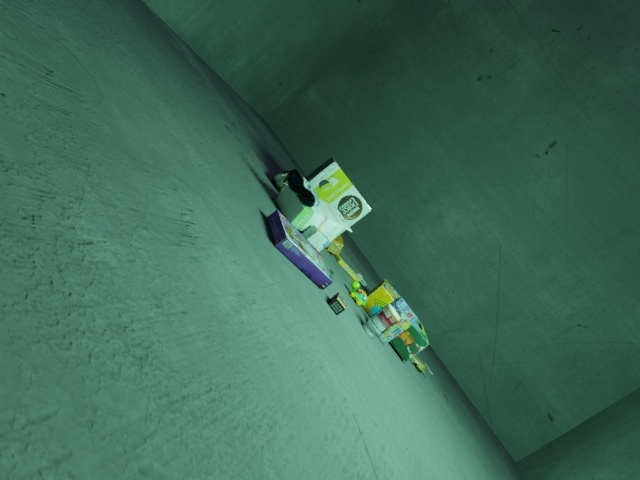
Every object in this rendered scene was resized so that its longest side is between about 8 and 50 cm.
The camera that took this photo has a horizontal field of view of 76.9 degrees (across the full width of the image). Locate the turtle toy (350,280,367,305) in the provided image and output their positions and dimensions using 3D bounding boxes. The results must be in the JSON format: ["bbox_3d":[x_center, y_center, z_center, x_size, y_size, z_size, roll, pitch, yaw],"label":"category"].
[{"bbox_3d":[0.187,0.263,1.987,0.130,0.066,0.095,55,9,14],"label":"turtle toy"}]

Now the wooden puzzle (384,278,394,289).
[{"bbox_3d":[0.380,0.244,2.235,0.083,0.006,0.049,48,8,9],"label":"wooden puzzle"}]

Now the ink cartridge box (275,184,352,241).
[{"bbox_3d":[-0.026,-0.117,1.950,0.353,0.119,0.207,23,27,-42],"label":"ink cartridge box"}]

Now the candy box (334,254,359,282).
[{"bbox_3d":[0.154,0.155,2.379,0.206,0.027,0.105,47,13,-33],"label":"candy box"}]

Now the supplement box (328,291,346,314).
[{"bbox_3d":[0.065,0.237,1.519,0.055,0.043,0.083,52,9,-2],"label":"supplement box"}]

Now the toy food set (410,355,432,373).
[{"bbox_3d":[0.538,0.685,2.277,0.192,0.039,0.132,40,6,-11],"label":"toy food set"}]

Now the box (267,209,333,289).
[{"bbox_3d":[-0.078,0.037,1.526,0.293,0.057,0.201,47,11,-35],"label":"box"}]

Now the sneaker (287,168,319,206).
[{"bbox_3d":[-0.077,-0.229,1.815,0.211,0.080,0.081,59,19,17],"label":"sneaker"}]

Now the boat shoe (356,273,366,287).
[{"bbox_3d":[0.256,0.253,2.525,0.100,0.035,0.035,53,-19,29],"label":"boat shoe"}]

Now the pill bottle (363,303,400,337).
[{"bbox_3d":[0.263,0.351,1.747,0.086,0.152,0.086,51,8,-11],"label":"pill bottle"}]

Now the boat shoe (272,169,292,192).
[{"bbox_3d":[-0.204,-0.353,2.252,0.096,0.112,0.335,55,11,-15],"label":"boat shoe"}]

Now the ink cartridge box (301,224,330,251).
[{"bbox_3d":[-0.026,-0.005,1.858,0.122,0.088,0.052,42,14,-50],"label":"ink cartridge box"}]

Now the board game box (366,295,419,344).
[{"bbox_3d":[0.334,0.372,1.875,0.136,0.201,0.035,53,8,-2],"label":"board game box"}]

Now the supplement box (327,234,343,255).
[{"bbox_3d":[0.082,0.014,2.349,0.077,0.080,0.233,28,10,-5],"label":"supplement box"}]

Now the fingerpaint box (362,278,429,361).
[{"bbox_3d":[0.412,0.414,2.221,0.371,0.163,0.445,52,8,9],"label":"fingerpaint box"}]

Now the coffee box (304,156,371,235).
[{"bbox_3d":[0.042,-0.226,2.276,0.334,0.337,0.338,51,8,-13],"label":"coffee box"}]
